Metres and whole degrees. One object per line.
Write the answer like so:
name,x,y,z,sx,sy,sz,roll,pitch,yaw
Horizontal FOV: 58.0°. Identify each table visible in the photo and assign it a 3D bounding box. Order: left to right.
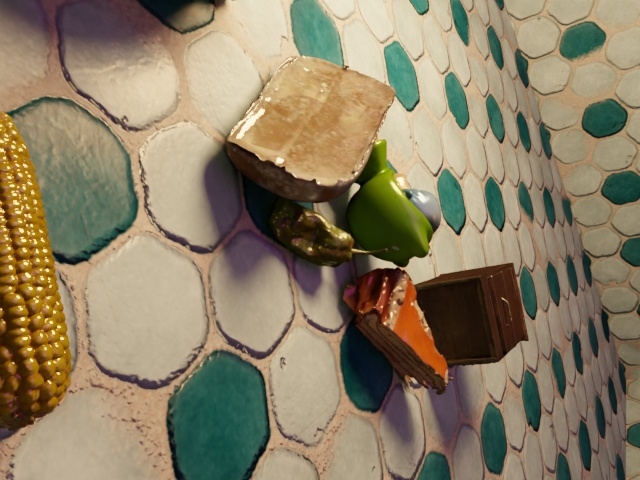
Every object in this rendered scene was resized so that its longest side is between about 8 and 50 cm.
table,0.305,0.149,1.172,0.193,0.173,0.169,-7,85,-57

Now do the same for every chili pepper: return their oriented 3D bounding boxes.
chili pepper,0.000,0.002,0.872,0.204,0.073,0.072,31,72,-33

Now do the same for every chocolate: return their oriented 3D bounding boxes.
chocolate,-0.008,-0.162,0.856,0.100,0.185,0.303,104,9,-48

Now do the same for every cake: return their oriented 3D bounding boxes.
cake,0.148,0.158,1.008,0.287,0.098,0.135,58,38,-26

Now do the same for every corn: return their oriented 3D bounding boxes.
corn,-0.262,0.022,0.467,0.091,0.091,0.260,-4,78,-53

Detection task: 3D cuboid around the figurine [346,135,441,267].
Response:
figurine,0.099,-0.080,0.980,0.143,0.162,0.263,-25,84,-24
